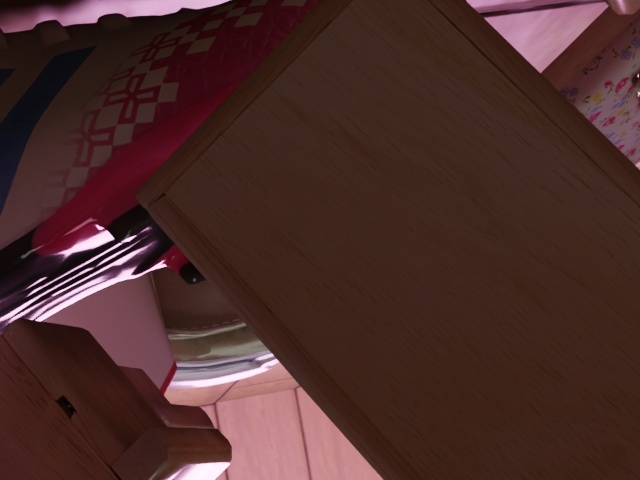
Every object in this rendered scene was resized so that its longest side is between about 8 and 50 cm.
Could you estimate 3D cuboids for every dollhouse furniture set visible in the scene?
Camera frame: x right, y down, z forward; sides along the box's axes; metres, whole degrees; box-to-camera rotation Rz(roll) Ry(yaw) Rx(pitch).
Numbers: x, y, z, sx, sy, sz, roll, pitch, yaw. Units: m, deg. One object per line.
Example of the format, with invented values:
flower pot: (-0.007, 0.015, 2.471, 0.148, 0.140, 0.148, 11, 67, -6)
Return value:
dollhouse furniture set: (0.077, 0.048, 0.547, 0.303, 0.174, 0.355, -44, 162, 6)

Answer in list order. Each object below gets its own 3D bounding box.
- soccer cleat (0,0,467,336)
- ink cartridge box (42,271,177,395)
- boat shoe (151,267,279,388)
soccer cleat: (-0.101, -0.036, 0.510, 0.331, 0.143, 0.116, -31, 159, -20)
ink cartridge box: (-0.235, 0.073, 0.745, 0.283, 0.117, 0.207, -12, -167, 8)
boat shoe: (0.000, 0.000, 0.873, 0.302, 0.109, 0.094, -18, 156, -10)
